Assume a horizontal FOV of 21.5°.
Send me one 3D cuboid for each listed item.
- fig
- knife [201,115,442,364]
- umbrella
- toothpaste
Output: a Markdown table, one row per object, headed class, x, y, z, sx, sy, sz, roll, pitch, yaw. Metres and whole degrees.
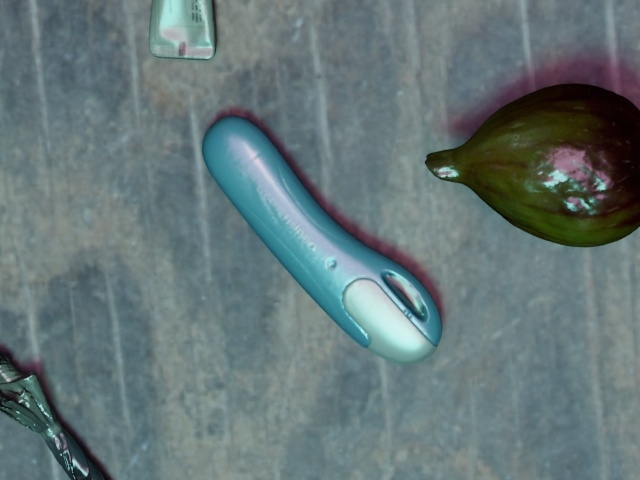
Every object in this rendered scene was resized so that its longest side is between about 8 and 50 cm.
| class | x | y | z | sx | sy | sz | roll | pitch | yaw |
| --- | --- | --- | --- | --- | --- | --- | --- | --- | --- |
| fig | 0.148 | -0.047 | 1.129 | 0.155 | 0.103 | 0.109 | -7 | 74 | -3 |
| knife | 0.000 | 0.000 | 1.183 | 0.064 | 0.031 | 0.222 | -43 | 88 | 12 |
| umbrella | -0.182 | 0.148 | 1.210 | 0.269 | 0.044 | 0.044 | 48 | 125 | -3 |
| toothpaste | -0.095 | -0.224 | 1.166 | 0.048 | 0.029 | 0.197 | 2 | 99 | 7 |
